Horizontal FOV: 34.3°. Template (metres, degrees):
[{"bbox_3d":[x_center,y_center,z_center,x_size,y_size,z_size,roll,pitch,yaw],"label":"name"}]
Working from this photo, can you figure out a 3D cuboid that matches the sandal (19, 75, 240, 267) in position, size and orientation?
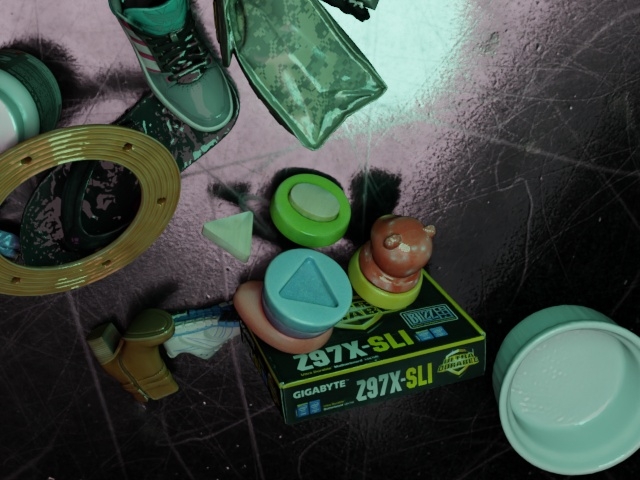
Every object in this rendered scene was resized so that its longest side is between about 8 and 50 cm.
[{"bbox_3d":[-0.309,-0.100,1.604,0.167,0.107,0.446,42,95,-15],"label":"sandal"}]

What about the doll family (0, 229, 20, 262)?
[{"bbox_3d":[-0.555,0.038,1.659,0.111,0.076,0.193,28,87,-13],"label":"doll family"}]

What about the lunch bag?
[{"bbox_3d":[-0.061,-0.289,1.512,0.169,0.235,0.287,-40,104,1],"label":"lunch bag"}]

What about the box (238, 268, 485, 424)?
[{"bbox_3d":[0.058,0.153,1.608,0.322,0.257,0.079,-12,118,-14],"label":"box"}]

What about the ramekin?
[{"bbox_3d":[0.426,0.244,1.763,0.277,0.135,0.277,-1,106,-3],"label":"ramekin"}]

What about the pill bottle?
[{"bbox_3d":[-0.474,-0.180,1.491,0.161,0.283,0.161,-1,107,-4],"label":"pill bottle"}]

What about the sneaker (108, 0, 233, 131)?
[{"bbox_3d":[-0.216,-0.300,1.497,0.123,0.178,0.295,-33,93,-9],"label":"sneaker"}]

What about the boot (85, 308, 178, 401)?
[{"bbox_3d":[-0.277,0.194,1.703,0.197,0.073,0.152,-12,121,40],"label":"boot"}]

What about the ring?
[{"bbox_3d":[-0.358,-0.042,1.464,0.336,0.032,0.337,-23,147,-16],"label":"ring"}]

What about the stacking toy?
[{"bbox_3d":[0.000,0.000,1.555,0.309,0.130,0.279,-27,68,-34],"label":"stacking toy"}]

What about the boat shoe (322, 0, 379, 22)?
[{"bbox_3d":[0.054,-0.508,1.521,0.158,0.127,0.341,21,94,7],"label":"boat shoe"}]

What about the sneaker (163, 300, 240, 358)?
[{"bbox_3d":[-0.176,0.155,1.733,0.190,0.071,0.083,-9,114,7],"label":"sneaker"}]
